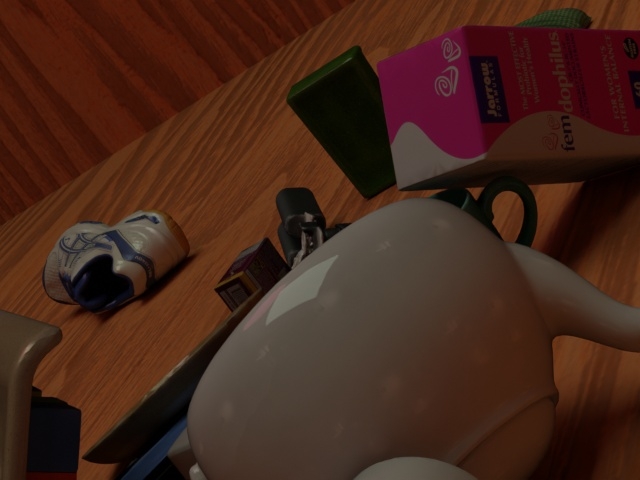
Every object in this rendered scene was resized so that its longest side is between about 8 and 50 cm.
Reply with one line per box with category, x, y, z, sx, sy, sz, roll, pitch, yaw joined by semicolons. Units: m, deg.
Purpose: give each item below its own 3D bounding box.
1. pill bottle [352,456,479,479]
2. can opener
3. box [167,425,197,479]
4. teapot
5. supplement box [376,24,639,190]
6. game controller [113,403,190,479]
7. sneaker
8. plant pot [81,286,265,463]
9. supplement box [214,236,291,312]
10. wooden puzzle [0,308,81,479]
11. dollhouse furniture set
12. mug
pill bottle;0.027;0.213;0.836;0.131;0.131;0.229;-29;15;28
can opener;0.000;0.000;1.778;0.093;0.074;0.280;-3;12;-9
box;-0.041;0.154;1.291;0.101;0.087;0.102;-26;17;37
teapot;0.052;0.114;1.027;0.252;0.187;0.256;-23;-27;-46
supplement box;0.168;-0.108;1.379;0.220;0.111;0.114;-5;-8;-37
game controller;-0.130;0.191;1.434;0.319;0.067;0.166;-44;16;-30
sneaker;-0.311;0.042;2.278;0.296;0.112;0.131;-22;20;48
plant pot;-0.132;0.136;1.601;0.236;0.032;0.236;-44;2;2
supplement box;-0.070;0.044;1.797;0.043;0.055;0.083;-28;15;33
wooden puzzle;-0.252;0.231;1.304;0.322;0.080;0.348;-177;96;-69
dollhouse furniture set;0.139;-0.210;1.914;0.301;0.151;0.197;-31;15;23
mug;0.101;0.029;1.333;0.158;0.097;0.129;-26;17;36
